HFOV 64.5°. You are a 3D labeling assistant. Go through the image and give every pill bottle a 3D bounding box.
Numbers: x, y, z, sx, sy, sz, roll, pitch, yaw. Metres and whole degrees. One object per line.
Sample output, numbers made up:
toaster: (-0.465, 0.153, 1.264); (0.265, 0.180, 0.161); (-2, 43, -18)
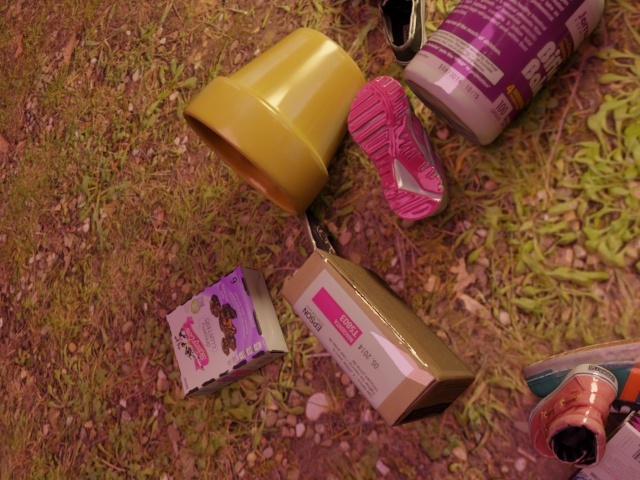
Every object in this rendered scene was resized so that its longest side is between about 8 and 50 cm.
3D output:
pill bottle: (0.272, -0.297, 0.704); (0.302, 0.169, 0.169); (-50, 59, 12)

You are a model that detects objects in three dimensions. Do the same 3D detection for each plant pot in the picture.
plant pot: (-0.056, -0.210, 0.851); (0.254, 0.254, 0.239); (37, 83, 32)

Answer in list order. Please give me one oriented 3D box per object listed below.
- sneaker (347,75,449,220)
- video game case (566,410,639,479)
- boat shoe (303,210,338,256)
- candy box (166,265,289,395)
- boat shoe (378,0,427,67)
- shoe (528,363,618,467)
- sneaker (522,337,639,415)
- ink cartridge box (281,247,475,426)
sneaker: (0.123, -0.136, 0.787); (0.102, 0.111, 0.253); (-25, 70, 22)
video game case: (0.366, 0.334, 0.526); (0.232, 0.041, 0.210); (41, 124, 32)
boat shoe: (0.000, 0.001, 0.875); (0.041, 0.049, 0.133); (-16, 56, -8)
candy box: (-0.174, 0.167, 0.921); (0.196, 0.070, 0.165); (-32, 64, 20)
boat shoe: (0.139, -0.409, 0.869); (0.077, 0.070, 0.220); (-16, 71, 27)
shoe: (0.272, 0.218, 0.570); (0.063, 0.178, 0.081); (26, 48, 20)
sneaker: (0.386, 0.167, 0.561); (0.302, 0.108, 0.121); (-17, 75, 33)
ink cartridge box: (0.082, 0.131, 0.702); (0.088, 0.193, 0.235); (-50, 58, 11)
